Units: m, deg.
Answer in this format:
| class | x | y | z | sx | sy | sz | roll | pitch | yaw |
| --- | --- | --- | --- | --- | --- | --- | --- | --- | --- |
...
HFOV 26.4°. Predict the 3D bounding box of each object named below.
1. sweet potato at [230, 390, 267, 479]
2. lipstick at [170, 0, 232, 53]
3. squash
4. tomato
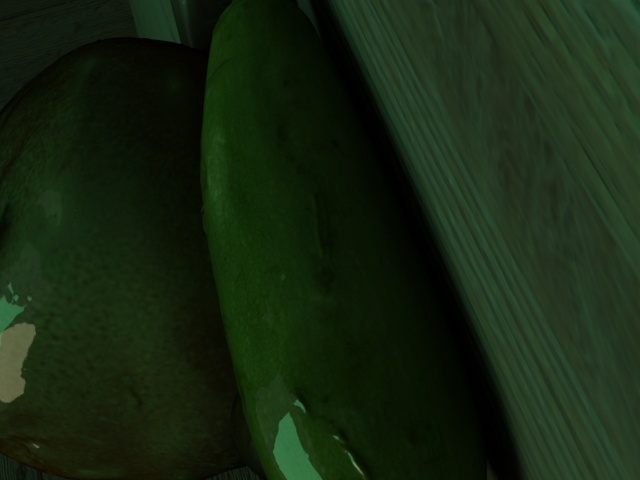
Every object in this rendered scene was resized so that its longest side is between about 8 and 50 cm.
| class | x | y | z | sx | sy | sz | roll | pitch | yaw |
| --- | --- | --- | --- | --- | --- | --- | --- | --- | --- |
| sweet potato | 0.046 | 0.184 | 0.775 | 0.085 | 0.112 | 0.286 | -1 | -126 | -55 |
| lipstick | -0.062 | -0.130 | 0.991 | 0.070 | 0.070 | 0.254 | -121 | 16 | -61 |
| squash | -0.007 | 0.003 | 0.742 | 0.118 | 0.118 | 0.370 | 90 | 163 | -65 |
| tomato | -0.128 | 0.026 | 0.914 | 0.239 | 0.303 | 0.303 | -73 | -26 | -61 |
